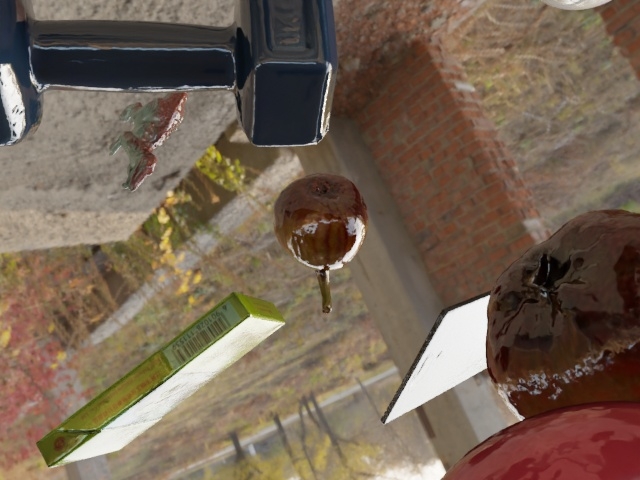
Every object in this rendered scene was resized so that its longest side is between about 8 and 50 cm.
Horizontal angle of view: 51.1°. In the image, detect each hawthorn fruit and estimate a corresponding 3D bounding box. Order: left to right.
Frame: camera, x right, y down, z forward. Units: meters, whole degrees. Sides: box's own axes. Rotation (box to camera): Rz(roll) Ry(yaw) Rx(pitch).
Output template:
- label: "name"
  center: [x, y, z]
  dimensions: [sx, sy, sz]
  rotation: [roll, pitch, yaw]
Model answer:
- label: "hawthorn fruit"
  center: [0.372, 0.129, 0.790]
  dimensions: [0.369, 0.284, 0.285]
  rotation: [31, 131, -32]

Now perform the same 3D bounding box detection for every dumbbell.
- label: "dumbbell"
  center: [-0.151, -0.151, 0.551]
  dimensions: [0.325, 0.144, 0.160]
  rotation: [-3, 137, -12]

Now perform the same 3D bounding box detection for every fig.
- label: "fig"
  center: [0.000, -0.007, 1.149]
  dimensions: [0.175, 0.175, 0.207]
  rotation: [-19, 135, -19]

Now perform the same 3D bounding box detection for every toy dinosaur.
- label: "toy dinosaur"
  center: [-0.210, -0.176, 0.910]
  dimensions: [0.053, 0.167, 0.242]
  rotation: [43, 78, -34]

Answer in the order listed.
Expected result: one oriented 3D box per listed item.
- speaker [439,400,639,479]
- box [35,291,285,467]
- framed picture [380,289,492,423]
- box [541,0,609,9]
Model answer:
- label: "speaker"
  center: [0.176, 0.236, 0.370]
  dimensions: [0.294, 0.294, 0.294]
  rotation: [-22, 165, -6]
- label: "box"
  center: [-0.213, 0.195, 0.945]
  dimensions: [0.335, 0.047, 0.187]
  rotation: [-37, 166, 4]
- label: "framed picture"
  center: [0.249, 0.170, 1.110]
  dimensions: [0.324, 0.013, 0.244]
  rotation: [-12, 134, -43]
- label: "box"
  center: [0.210, -0.373, 0.523]
  dimensions: [0.141, 0.288, 0.349]
  rotation: [-12, 168, 6]
